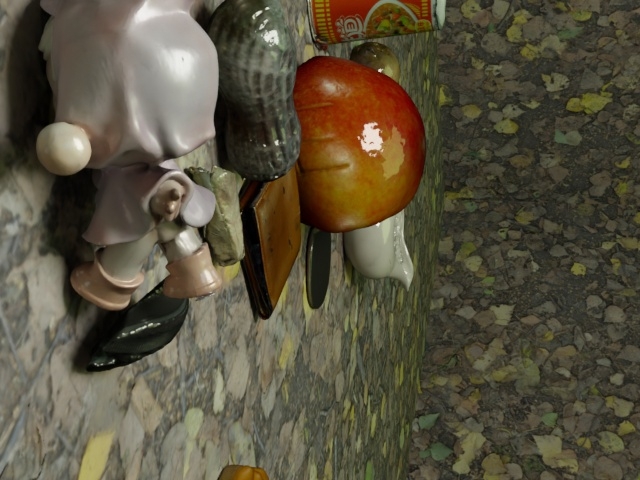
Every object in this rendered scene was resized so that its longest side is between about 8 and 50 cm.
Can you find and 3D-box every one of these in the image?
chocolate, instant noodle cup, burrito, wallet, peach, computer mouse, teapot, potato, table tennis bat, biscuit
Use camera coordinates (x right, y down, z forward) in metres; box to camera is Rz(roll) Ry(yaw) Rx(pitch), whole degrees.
[{"bbox_3d":[-0.076,-0.172,0.970,0.110,0.110,0.248,-70,158,-50],"label":"chocolate"},{"bbox_3d":[0.102,-0.419,1.407,0.193,0.212,0.193,3,90,-76],"label":"instant noodle cup"},{"bbox_3d":[-0.116,-0.033,0.952,0.055,0.041,0.149,-53,145,-43],"label":"burrito"},{"bbox_3d":[-0.071,-0.014,1.151,0.161,0.042,0.195,-66,157,-46],"label":"wallet"},{"bbox_3d":[0.044,-0.158,1.302,0.248,0.245,0.274,-134,-150,-70],"label":"peach"},{"bbox_3d":[-0.155,0.079,0.736,0.079,0.047,0.135,-45,180,30],"label":"computer mouse"},{"bbox_3d":[0.130,-0.039,1.730,0.208,0.166,0.299,-45,147,-53],"label":"teapot"},{"bbox_3d":[0.104,-0.342,1.682,0.089,0.101,0.172,62,36,-55],"label":"potato"},{"bbox_3d":[0.000,0.000,1.472,0.138,0.022,0.246,-35,128,-72],"label":"table tennis bat"},{"bbox_3d":[-0.099,0.376,1.080,0.170,0.050,0.170,2,90,-75],"label":"biscuit"}]

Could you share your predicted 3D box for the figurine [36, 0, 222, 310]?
[{"bbox_3d":[-0.143,-0.076,0.652,0.200,0.133,0.276,-64,154,-66],"label":"figurine"}]
